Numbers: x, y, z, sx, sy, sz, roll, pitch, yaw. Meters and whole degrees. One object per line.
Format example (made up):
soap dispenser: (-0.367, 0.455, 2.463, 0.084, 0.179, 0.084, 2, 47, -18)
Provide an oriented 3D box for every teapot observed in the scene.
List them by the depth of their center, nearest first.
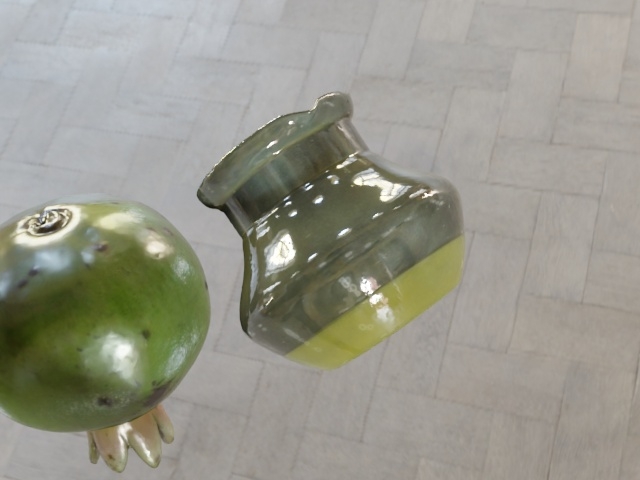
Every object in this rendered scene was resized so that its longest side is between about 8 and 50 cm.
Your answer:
teapot: (0.000, 0.000, 0.484, 0.130, 0.165, 0.119, -32, 85, -23)

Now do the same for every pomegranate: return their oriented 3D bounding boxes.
pomegranate: (-0.168, 0.077, 0.686, 0.187, 0.225, 0.187, -6, 29, 3)
